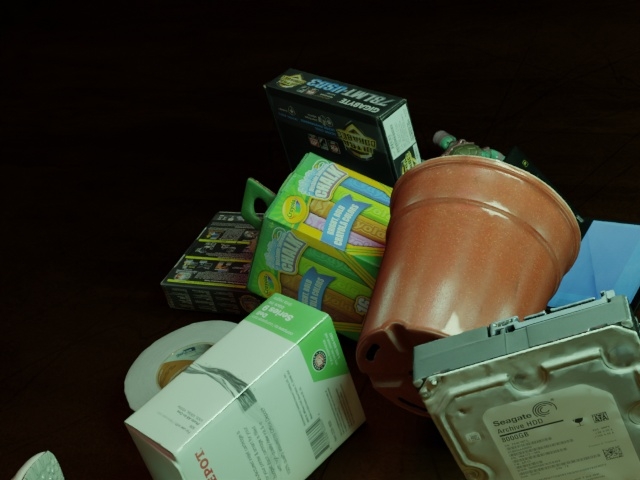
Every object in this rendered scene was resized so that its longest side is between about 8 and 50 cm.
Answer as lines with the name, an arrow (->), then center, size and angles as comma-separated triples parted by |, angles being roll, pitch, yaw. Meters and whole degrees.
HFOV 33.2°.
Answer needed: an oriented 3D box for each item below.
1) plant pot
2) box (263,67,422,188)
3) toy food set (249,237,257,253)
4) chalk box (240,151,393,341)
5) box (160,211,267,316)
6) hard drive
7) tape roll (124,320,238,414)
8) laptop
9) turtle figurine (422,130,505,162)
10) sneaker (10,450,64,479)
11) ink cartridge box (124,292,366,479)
plant pot -> 0.180, 0.076, 1.416 | 0.272, 0.272, 0.265 | 3, 48, 28
box -> 0.055, -0.130, 1.841 | 0.073, 0.293, 0.295 | -37, 39, -28
toy food set -> -0.079, 0.022, 1.827 | 0.077, 0.019, 0.122 | -18, 27, 1
chalk box -> 0.000, 0.000, 1.688 | 0.289, 0.180, 0.179 | 23, 46, 8
box -> -0.113, 0.040, 1.888 | 0.270, 0.060, 0.216 | 3, 40, 29
hard drive -> 0.269, 0.220, 1.179 | 0.236, 0.339, 0.064 | -18, 32, 17
tape roll -> -0.188, 0.221, 1.657 | 0.219, 0.072, 0.219 | -12, 34, 8
laptop -> 0.382, -0.017, 1.667 | 0.136, 0.264, 0.234 | -36, 11, 50
turtle figurine -> 0.257, -0.123, 1.905 | 0.175, 0.118, 0.234 | -30, 30, -16
sneaker -> -0.444, 0.395, 1.526 | 0.094, 0.090, 0.235 | -13, 32, 24
ink cartridge box -> -0.095, 0.244, 1.456 | 0.121, 0.211, 0.289 | 21, 50, 42
